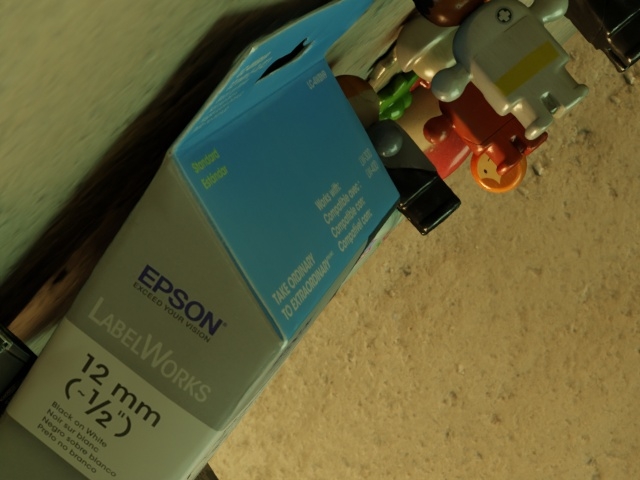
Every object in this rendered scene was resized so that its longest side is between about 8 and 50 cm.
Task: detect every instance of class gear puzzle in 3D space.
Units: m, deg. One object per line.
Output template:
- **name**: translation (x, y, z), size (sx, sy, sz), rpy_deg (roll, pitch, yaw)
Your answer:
- **gear puzzle**: translation (0.098, -0.159, 1.097), size (0.339, 0.044, 0.175), rpy_deg (-41, 176, -34)

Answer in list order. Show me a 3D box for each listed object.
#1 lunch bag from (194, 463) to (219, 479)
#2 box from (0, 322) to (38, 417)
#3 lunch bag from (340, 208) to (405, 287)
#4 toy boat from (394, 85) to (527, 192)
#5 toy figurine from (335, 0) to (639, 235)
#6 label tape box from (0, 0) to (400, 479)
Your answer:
- **lunch bag**: translation (-0.212, 0.270, 1.002), size (0.305, 0.256, 0.212), rpy_deg (-44, 176, 7)
- **box**: translation (-0.234, 0.115, 0.652), size (0.190, 0.045, 0.184), rpy_deg (-44, 179, -13)
- **lunch bag**: translation (0.000, 0.000, 1.365), size (0.224, 0.108, 0.279), rpy_deg (-49, 177, 9)
- **toy boat**: translation (0.162, -0.117, 1.290), size (0.151, 0.151, 0.231), rpy_deg (-25, -169, 47)
- **toy figurine**: translation (0.111, -0.129, 0.878), size (0.209, 0.148, 0.213), rpy_deg (-35, 174, -43)
- **label tape box**: translation (-0.052, 0.025, 0.741), size (0.348, 0.115, 0.249), rpy_deg (-52, 178, 26)
